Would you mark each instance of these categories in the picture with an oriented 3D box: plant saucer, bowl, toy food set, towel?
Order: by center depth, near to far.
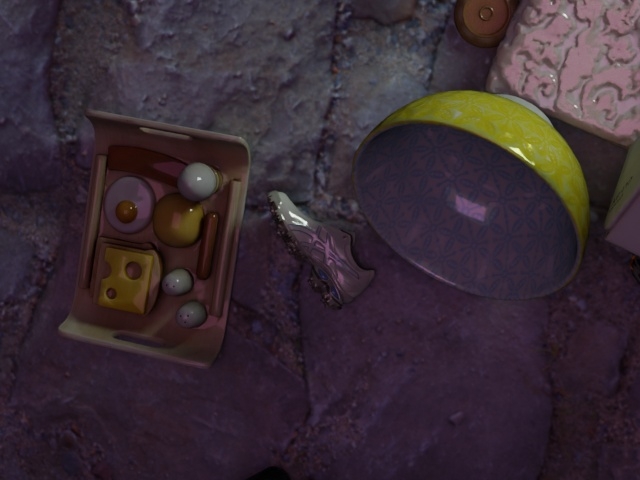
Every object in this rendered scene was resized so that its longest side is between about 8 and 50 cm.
[{"bbox_3d":[0.198,-0.081,1.421,0.289,0.289,0.156,28,58,8],"label":"bowl"},{"bbox_3d":[0.402,-0.271,1.429,0.317,0.053,0.332,25,99,8],"label":"towel"},{"bbox_3d":[0.206,-0.281,1.490,0.083,0.015,0.083,1,96,12],"label":"plant saucer"},{"bbox_3d":[-0.223,-0.003,1.569,0.219,0.092,0.306,11,97,11],"label":"toy food set"}]

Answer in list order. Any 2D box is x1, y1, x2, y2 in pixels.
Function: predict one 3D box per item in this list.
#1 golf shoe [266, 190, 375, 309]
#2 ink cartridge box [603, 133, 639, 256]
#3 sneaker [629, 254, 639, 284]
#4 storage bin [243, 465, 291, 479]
[{"bbox_3d":[0.000,0.000,1.547,0.086,0.069,0.176,-34,91,-7],"label":"golf shoe"},{"bbox_3d":[0.542,-0.051,1.274,0.384,0.160,0.279,26,141,0],"label":"ink cartridge box"},{"bbox_3d":[0.406,0.010,1.445,0.083,0.084,0.215,-26,77,45],"label":"sneaker"},{"bbox_3d":[-0.107,0.394,1.586,0.180,0.084,0.122,-30,88,14],"label":"storage bin"}]
